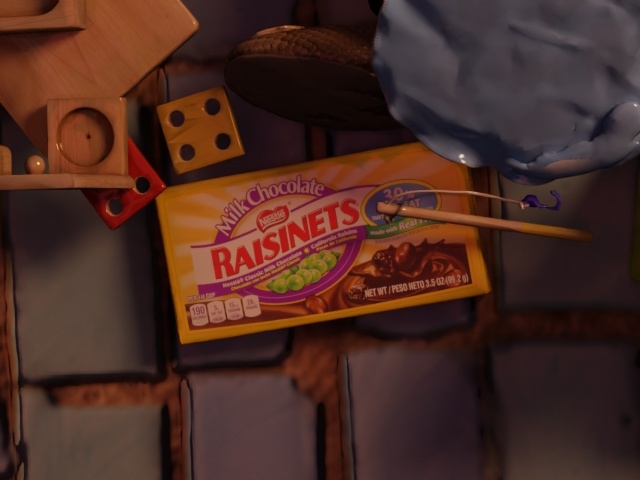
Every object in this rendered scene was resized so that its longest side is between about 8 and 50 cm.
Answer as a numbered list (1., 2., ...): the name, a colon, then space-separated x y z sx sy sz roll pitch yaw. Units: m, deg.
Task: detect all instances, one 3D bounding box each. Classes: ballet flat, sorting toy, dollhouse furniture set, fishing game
1. ballet flat: 0.065 -0.110 1.123 0.249 0.084 0.058 2 65 8
2. sorting toy: -0.159 -0.138 1.170 0.132 0.046 0.274 -41 85 9
3. dollhouse furniture set: -0.201 -0.105 1.091 0.144 0.123 0.151 -1 92 10
4. fishing game: 0.125 -0.117 1.046 0.189 0.041 0.264 4 124 2

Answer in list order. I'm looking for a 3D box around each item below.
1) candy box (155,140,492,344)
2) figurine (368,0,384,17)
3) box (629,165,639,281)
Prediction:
1. candy box: 0.000 0.000 1.157 0.206 0.027 0.105 -10 87 10
2. figurine: 0.112 -0.250 1.050 0.214 0.092 0.209 -9 116 14
3. box: 0.224 -0.020 1.038 0.042 0.178 0.109 5 94 -6
